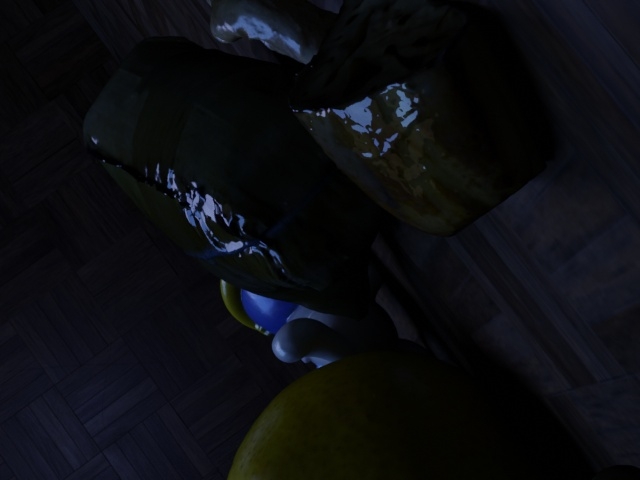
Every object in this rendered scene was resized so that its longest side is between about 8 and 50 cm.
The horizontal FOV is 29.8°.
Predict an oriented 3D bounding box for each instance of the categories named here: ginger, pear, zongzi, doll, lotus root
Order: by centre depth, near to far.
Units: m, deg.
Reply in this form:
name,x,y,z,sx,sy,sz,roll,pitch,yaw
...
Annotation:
name,x,y,z,sx,sy,sz,roll,pitch,yaw
lotus root,0.049,-0.063,0.634,0.135,0.095,0.159,51,180,-13
ginger,-0.069,-0.197,0.861,0.075,0.089,0.288,12,-158,-40
zongzi,0.000,0.000,1.061,0.393,0.174,0.356,46,172,-29
pear,0.073,0.290,1.205,0.362,0.362,0.418,54,170,-4
doll,0.026,0.072,1.424,0.311,0.160,0.242,28,180,-42

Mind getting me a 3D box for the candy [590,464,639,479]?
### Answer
name,x,y,z,sx,sy,sz,roll,pitch,yaw
candy,0.240,0.247,0.735,0.234,0.102,0.104,45,-176,-8
